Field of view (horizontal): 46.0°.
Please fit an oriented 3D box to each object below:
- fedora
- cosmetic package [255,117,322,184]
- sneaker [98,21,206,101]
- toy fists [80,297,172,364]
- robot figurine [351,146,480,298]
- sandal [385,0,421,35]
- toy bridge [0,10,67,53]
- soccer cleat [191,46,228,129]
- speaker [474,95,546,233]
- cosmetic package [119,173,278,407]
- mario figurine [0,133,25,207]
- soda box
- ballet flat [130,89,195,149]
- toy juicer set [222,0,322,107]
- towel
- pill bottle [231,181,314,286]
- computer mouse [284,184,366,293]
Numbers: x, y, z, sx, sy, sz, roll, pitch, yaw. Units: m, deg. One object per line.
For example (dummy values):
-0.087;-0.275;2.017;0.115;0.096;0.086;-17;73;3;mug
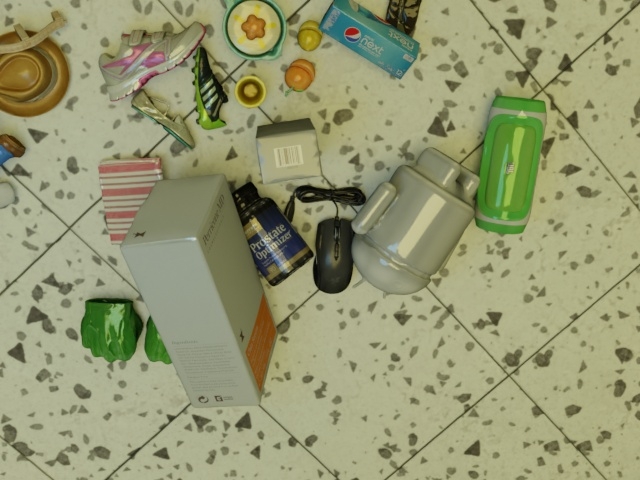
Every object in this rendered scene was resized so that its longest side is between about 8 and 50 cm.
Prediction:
-0.628;-0.347;1.577;0.195;0.079;0.194;-1;105;-4;fedora
-0.069;-0.192;1.586;0.127;0.238;0.107;-9;103;0;cosmetic package
-0.359;-0.396;1.575;0.252;0.103;0.111;-30;107;3;sneaker
-0.411;0.209;1.737;0.279;0.096;0.142;3;94;-4;toy fists
0.202;-0.026;1.670;0.300;0.200;0.353;26;101;-35;robot figurine
0.196;-0.544;1.611;0.090;0.060;0.219;14;118;-2;sandal
-0.607;-0.417;1.540;0.188;0.063;0.026;-27;145;-18;toy bridge
-0.239;-0.329;1.631;0.072;0.060;0.178;-7;112;-13;soccer cleat
0.424;-0.169;1.690;0.131;0.131;0.296;4;104;-6;speaker
-0.233;0.114;1.573;0.162;0.230;0.453;-5;127;14;cosmetic package
-0.794;-0.127;1.622;0.320;0.170;0.198;-47;67;-3;mario figurine
0.106;-0.436;1.609;0.210;0.071;0.067;30;133;-12;soda box
-0.332;-0.265;1.638;0.168;0.057;0.052;36;89;-13;ballet flat
-0.103;-0.456;1.588;0.209;0.089;0.328;-10;105;-2;toy juicer set
-0.411;-0.086;1.681;0.144;0.029;0.196;-2;108;7;towel
-0.125;-0.017;1.675;0.123;0.123;0.219;-38;91;5;pill bottle
0.000;0.000;1.732;0.184;0.060;0.261;8;104;-8;computer mouse
